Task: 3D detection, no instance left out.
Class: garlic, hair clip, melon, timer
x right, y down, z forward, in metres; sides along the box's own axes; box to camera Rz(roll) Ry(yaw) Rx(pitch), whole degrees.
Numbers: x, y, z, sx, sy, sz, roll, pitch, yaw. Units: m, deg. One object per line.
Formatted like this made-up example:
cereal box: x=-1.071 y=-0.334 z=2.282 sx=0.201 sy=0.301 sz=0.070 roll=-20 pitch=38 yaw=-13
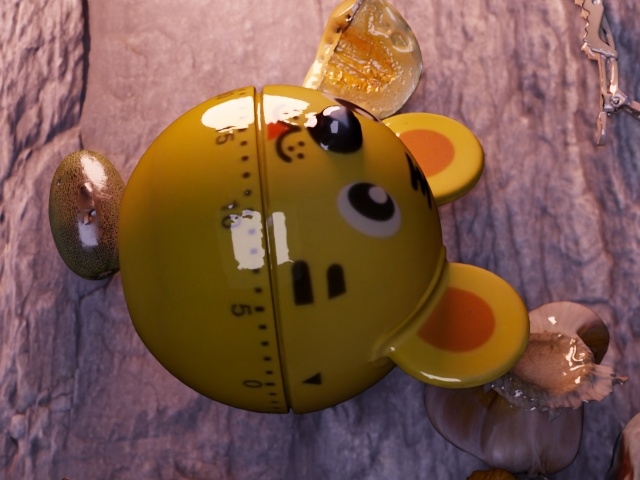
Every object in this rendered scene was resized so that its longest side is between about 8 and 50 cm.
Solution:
garlic: x=0.242 y=0.179 z=1.088 sx=0.207 sy=0.207 sz=0.257 roll=-43 pitch=82 yaw=4
hair clip: x=0.320 y=-0.220 z=1.208 sx=0.072 sy=0.034 sz=0.226 roll=-13 pitch=77 yaw=7
melon: x=0.050 y=-0.200 z=1.251 sx=0.128 sy=0.079 sz=0.160 roll=28 pitch=91 yaw=-5
melon: x=-0.276 y=-0.032 z=1.284 sx=0.099 sy=0.099 sz=0.162 roll=-17 pitch=73 yaw=10
timer: x=0.000 y=0.000 z=1.097 sx=0.386 sy=0.376 sz=0.376 roll=-6 pitch=80 yaw=2

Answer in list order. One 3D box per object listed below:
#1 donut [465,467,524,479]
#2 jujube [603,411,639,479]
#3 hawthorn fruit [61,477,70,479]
donut: x=0.185 y=0.379 z=1.037 sx=0.110 sy=0.303 sz=0.303 roll=13 pitch=84 yaw=-11
jujube: x=0.369 y=0.305 z=0.998 sx=0.215 sy=0.246 sz=0.308 roll=-6 pitch=92 yaw=-12
hawthorn fruit: x=-0.184 y=0.394 z=1.122 sx=0.285 sy=0.285 sz=0.369 roll=-43 pitch=66 yaw=4
